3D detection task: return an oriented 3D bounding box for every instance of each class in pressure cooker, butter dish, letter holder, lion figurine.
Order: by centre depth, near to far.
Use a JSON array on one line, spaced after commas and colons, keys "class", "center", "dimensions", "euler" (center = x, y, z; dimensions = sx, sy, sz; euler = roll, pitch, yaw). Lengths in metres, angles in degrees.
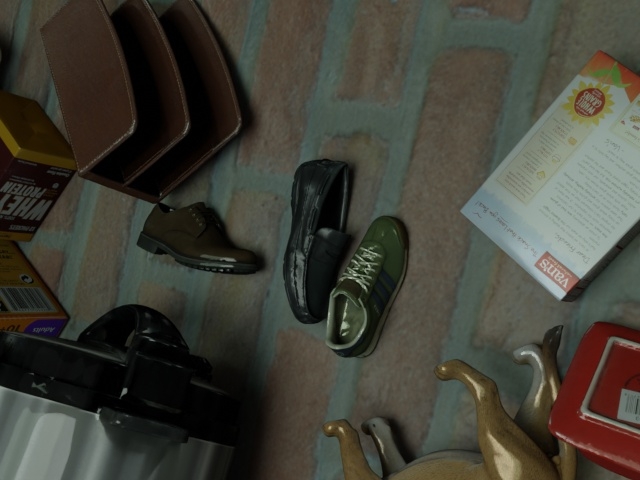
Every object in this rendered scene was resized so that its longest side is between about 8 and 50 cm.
[{"class": "butter dish", "center": [0.327, 0.184, 0.706], "dimensions": [0.160, 0.118, 0.160], "euler": [16, 50, 30]}, {"class": "lion figurine", "center": [0.146, 0.279, 0.774], "dimensions": [0.392, 0.142, 0.240], "euler": [-37, 57, 28]}, {"class": "pressure cooker", "center": [-0.300, 0.286, 0.900], "dimensions": [0.369, 0.375, 0.420], "euler": [10, 73, 19]}, {"class": "letter holder", "center": [-0.267, -0.248, 1.048], "dimensions": [0.214, 0.152, 0.302], "euler": [-35, 61, 21]}]

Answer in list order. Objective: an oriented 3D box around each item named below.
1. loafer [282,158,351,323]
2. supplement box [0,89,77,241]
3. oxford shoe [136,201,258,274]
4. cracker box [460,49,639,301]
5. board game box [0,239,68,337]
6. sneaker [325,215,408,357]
[{"class": "loafer", "center": [0.000, 0.000, 0.931], "dimensions": [0.078, 0.076, 0.223], "euler": [-2, 80, 38]}, {"class": "supplement box", "center": [-0.568, -0.135, 1.247], "dimensions": [0.191, 0.129, 0.194], "euler": [48, 108, 25]}, {"class": "oxford shoe", "center": [-0.180, -0.008, 1.036], "dimensions": [0.227, 0.083, 0.096], "euler": [19, 93, 30]}, {"class": "cracker box", "center": [0.292, -0.067, 0.772], "dimensions": [0.232, 0.067, 0.156], "euler": [-51, 63, 16]}, {"class": "board game box", "center": [-0.737, 0.149, 1.185], "dimensions": [0.356, 0.356, 0.356], "euler": [44, 108, 26]}, {"class": "sneaker", "center": [0.055, 0.060, 0.887], "dimensions": [0.064, 0.086, 0.192], "euler": [18, 94, 31]}]
